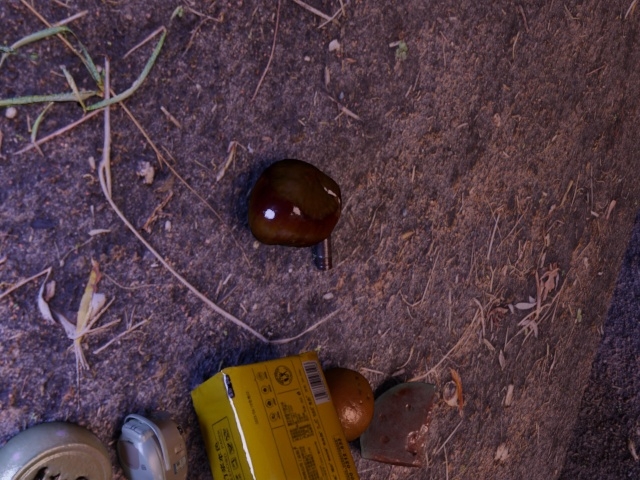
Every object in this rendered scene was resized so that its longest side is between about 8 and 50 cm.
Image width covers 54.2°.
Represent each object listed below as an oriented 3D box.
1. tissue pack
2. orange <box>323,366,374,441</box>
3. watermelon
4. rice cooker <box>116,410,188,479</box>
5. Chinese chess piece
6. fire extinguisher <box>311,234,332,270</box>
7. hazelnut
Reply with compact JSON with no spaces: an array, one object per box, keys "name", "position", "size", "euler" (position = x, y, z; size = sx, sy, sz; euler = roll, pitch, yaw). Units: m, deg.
[{"name":"tissue pack","position":[-0.101,0.482,1.468],"size":[0.293,0.228,0.382],"euler":[-3,63,-40]},{"name":"orange","position":[0.056,0.452,1.727],"size":[0.206,0.206,0.206],"euler":[-12,109,-39]},{"name":"watermelon","position":[0.258,0.584,1.935],"size":[0.318,0.226,0.148],"euler":[-39,152,-14]},{"name":"rice cooker","position":[-0.369,0.477,1.389],"size":[0.127,0.145,0.207],"euler":[-18,110,-50]},{"name":"Chinese chess piece","position":[-0.547,0.493,1.264],"size":[0.250,0.101,0.251],"euler":[-14,111,-39]},{"name":"fire extinguisher","position":[0.000,0.000,1.657],"size":[0.078,0.045,0.157],"euler":[-8,109,-17]},{"name":"hazelnut","position":[-0.068,-0.078,1.475],"size":[0.251,0.217,0.217],"euler":[-31,123,-57]}]
